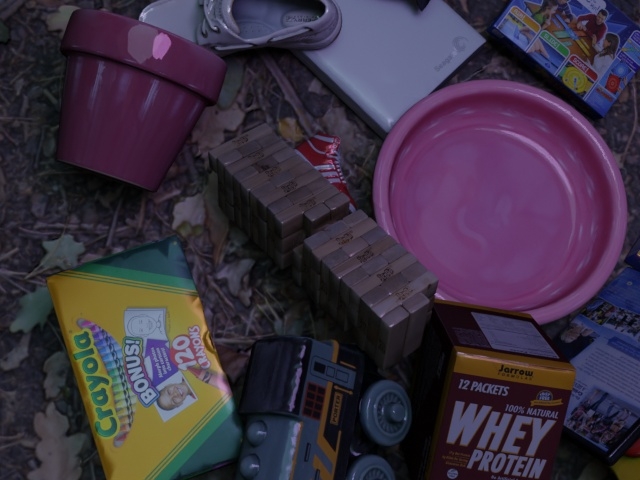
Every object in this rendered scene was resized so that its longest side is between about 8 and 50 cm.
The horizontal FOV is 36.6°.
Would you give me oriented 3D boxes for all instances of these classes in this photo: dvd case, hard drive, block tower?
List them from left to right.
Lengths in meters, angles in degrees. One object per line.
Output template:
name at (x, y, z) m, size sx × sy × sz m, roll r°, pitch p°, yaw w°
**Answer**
block tower at (0.000, 0.000, 1.149) m, size 0.091 × 0.097 × 0.335 m, roll -30°, pitch 58°, yaw -26°
hard drive at (0.049, -0.310, 1.335) m, size 0.307 × 0.040 × 0.203 m, roll 44°, pitch 74°, yaw 7°
dvd case at (0.369, 0.146, 1.191) m, size 0.253 × 0.180 × 0.022 m, roll -40°, pitch 127°, yaw -15°

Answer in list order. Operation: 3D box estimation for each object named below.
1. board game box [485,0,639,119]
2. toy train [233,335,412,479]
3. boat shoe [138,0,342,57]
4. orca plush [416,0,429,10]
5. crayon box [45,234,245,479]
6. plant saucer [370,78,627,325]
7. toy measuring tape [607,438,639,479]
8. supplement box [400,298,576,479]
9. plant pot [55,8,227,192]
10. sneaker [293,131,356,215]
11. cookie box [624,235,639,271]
board game box at (0.346, -0.281, 1.332) m, size 0.201 × 0.035 × 0.136 m, roll 38°, pitch 84°, yaw -8°
toy train at (-0.015, 0.263, 1.083) m, size 0.190 × 0.142 × 0.334 m, roll 26°, pitch 67°, yaw -35°
boat shoe at (-0.114, -0.294, 1.257) m, size 0.277 × 0.096 × 0.098 m, roll -4°, pitch 88°, yaw 8°
orca plush at (0.036, -0.422, 1.294) m, size 0.287 × 0.151 × 0.102 m, roll 15°, pitch 42°, yaw 1°
crayon box at (-0.204, 0.152, 1.151) m, size 0.165 × 0.081 × 0.278 m, roll -18°, pitch 77°, yaw -12°
plant saucer at (0.225, -0.044, 1.258) m, size 0.332 × 0.084 × 0.332 m, roll 2°, pitch 75°, yaw -7°
toy measuring tape at (0.358, 0.290, 1.183) m, size 0.121 × 0.121 × 0.330 m, roll 35°, pitch 91°, yaw 4°
supplement box at (0.180, 0.191, 1.094) m, size 0.129 × 0.194 × 0.191 m, roll 9°, pitch 102°, yaw -4°
plant pot at (-0.236, -0.163, 1.190) m, size 0.201 × 0.201 × 0.180 m, roll 19°, pitch 88°, yaw -1°
sneaker at (0.020, -0.092, 1.268) m, size 0.067 × 0.042 × 0.118 m, roll -42°, pitch 81°, yaw -12°
cookie box at (0.476, 0.009, 1.295) m, size 0.092 × 0.040 × 0.107 m, roll 36°, pitch 74°, yaw 3°
